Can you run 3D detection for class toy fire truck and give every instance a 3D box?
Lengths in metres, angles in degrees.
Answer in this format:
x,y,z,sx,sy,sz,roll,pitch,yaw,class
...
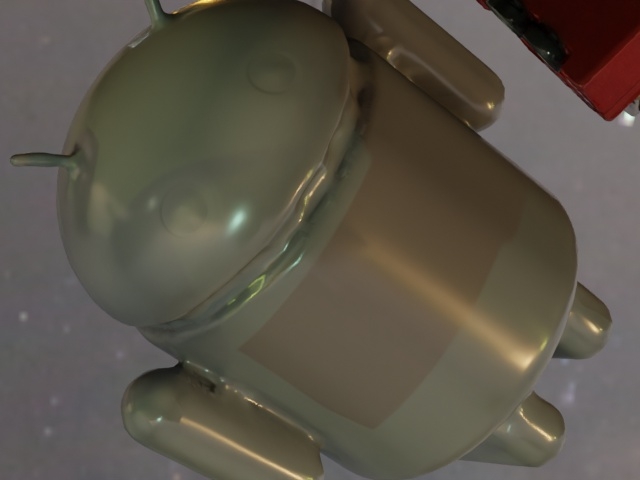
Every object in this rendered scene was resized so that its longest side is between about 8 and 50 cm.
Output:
x,y,z,sx,sy,sz,roll,pitch,yaw,class
0.115,-0.069,0.745,0.135,0.047,0.192,39,-171,-50,toy fire truck

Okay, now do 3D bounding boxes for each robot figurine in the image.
x,y,z,sx,sy,sz,roll,pitch,yaw,class
0.000,0.000,1.072,0.353,0.300,0.200,37,156,-27,robot figurine
